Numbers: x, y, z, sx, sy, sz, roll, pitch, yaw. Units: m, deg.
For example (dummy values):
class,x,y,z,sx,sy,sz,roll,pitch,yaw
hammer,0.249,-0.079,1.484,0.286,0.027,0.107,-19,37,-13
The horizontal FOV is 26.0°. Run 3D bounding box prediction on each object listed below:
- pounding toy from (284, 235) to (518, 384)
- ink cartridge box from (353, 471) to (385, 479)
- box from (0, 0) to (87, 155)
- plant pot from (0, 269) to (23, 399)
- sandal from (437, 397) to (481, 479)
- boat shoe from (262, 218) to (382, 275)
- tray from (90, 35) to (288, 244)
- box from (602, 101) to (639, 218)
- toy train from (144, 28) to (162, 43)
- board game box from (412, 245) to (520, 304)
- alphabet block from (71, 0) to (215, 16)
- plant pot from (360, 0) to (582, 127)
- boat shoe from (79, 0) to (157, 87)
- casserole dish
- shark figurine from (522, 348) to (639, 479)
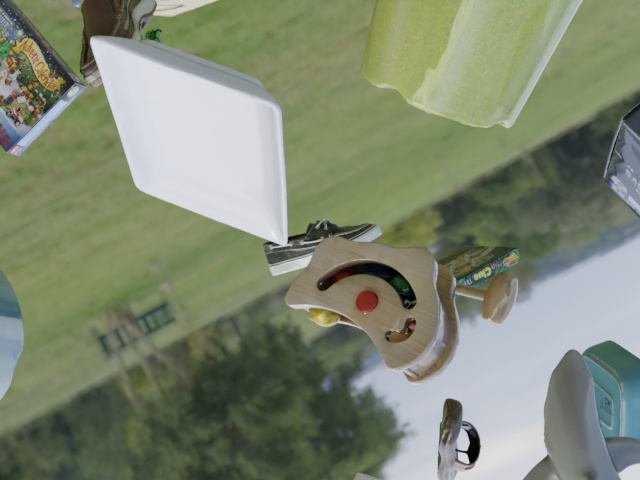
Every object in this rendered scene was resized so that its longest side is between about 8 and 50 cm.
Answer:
class,x,y,z,sx,sy,sz,roll,pitch,yaw
pounding toy,0.106,0.099,1.716,0.270,0.154,0.155,8,164,30
ink cartridge box,0.087,0.316,1.469,0.198,0.115,0.067,12,-131,29
box,-0.503,-0.273,2.205,0.159,0.233,0.044,-44,166,10
plant pot,-0.541,0.106,1.649,0.341,0.341,0.334,-28,167,8
sandal,0.193,0.277,1.913,0.060,0.090,0.219,4,151,5
boat shoe,0.000,0.000,2.484,0.219,0.070,0.078,-18,-174,15
tray,-0.089,-0.078,1.075,0.270,0.145,0.030,90,21,-69
box,0.398,-0.029,1.438,0.059,0.232,0.183,-39,164,-8
toy train,-0.237,-0.280,1.962,0.024,0.017,0.083,-25,-152,13
board game box,0.190,0.072,2.260,0.260,0.030,0.136,-27,-162,-29
alphabet block,-0.281,-0.481,2.256,0.197,0.193,0.192,-1,178,-38
plant pot,0.166,-0.266,1.478,0.276,0.276,0.253,-23,137,-63
boat shoe,-0.305,-0.303,1.941,0.095,0.095,0.257,-33,-156,19
casserole dish,0.320,0.176,1.514,0.037,0.114,0.188,-2,-169,-9
shark figurine,0.301,0.254,1.319,0.166,0.278,0.116,-52,-179,1
